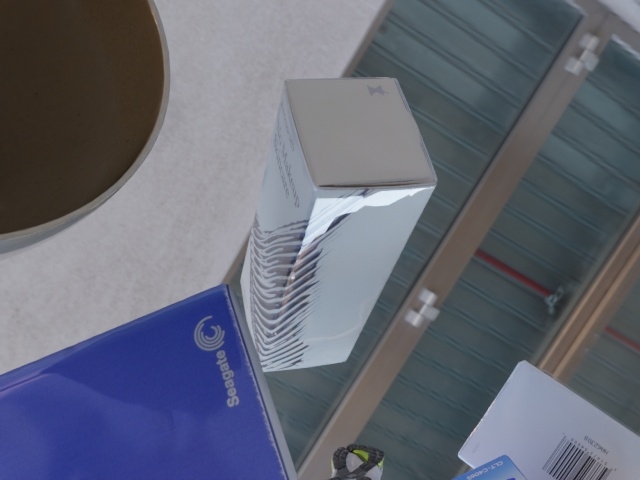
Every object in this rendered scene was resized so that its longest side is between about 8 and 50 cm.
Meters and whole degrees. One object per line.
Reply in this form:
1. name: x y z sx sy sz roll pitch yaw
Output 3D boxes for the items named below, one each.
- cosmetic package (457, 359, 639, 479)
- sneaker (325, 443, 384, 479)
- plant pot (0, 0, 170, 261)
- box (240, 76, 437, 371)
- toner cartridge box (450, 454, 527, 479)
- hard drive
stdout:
1. cosmetic package: 0.309 0.264 0.870 0.224 0.138 0.225 35 -176 26
2. sneaker: 0.052 0.444 1.214 0.111 0.121 0.300 -2 -172 17
3. plant pot: -0.263 -0.092 0.464 0.284 0.191 0.284 17 -122 -29
4. box: 0.000 0.000 0.625 0.094 0.275 0.113 -4 -126 -17
5. toner cartridge box: 0.190 0.409 0.757 0.075 0.165 0.347 -130 15 -77
6. hard drive: -0.181 0.184 0.528 0.040 0.319 0.210 64 -176 -64
